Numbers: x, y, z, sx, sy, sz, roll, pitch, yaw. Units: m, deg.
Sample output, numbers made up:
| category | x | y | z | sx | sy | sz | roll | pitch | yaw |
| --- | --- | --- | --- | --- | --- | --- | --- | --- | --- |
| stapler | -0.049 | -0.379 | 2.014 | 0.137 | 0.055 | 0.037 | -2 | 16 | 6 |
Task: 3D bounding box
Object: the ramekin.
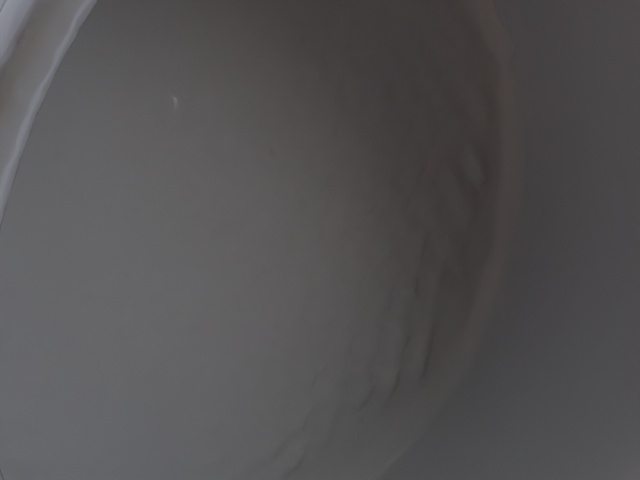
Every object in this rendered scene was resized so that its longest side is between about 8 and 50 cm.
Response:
| category | x | y | z | sx | sy | sz | roll | pitch | yaw |
| --- | --- | --- | --- | --- | --- | --- | --- | --- | --- |
| ramekin | 0.000 | 0.000 | 0.505 | 0.277 | 0.277 | 0.135 | 45 | -13 | -36 |
